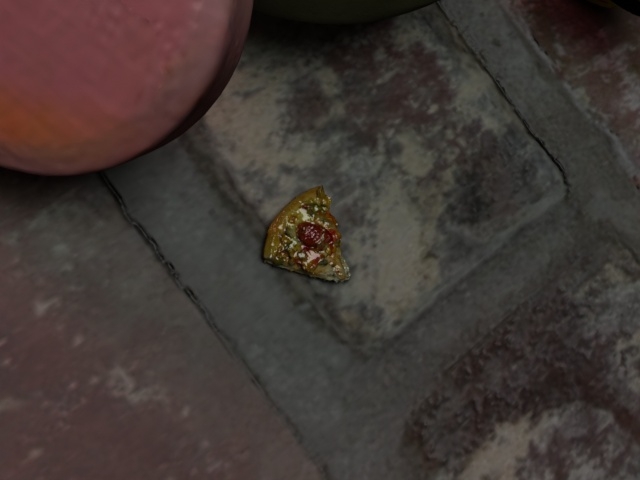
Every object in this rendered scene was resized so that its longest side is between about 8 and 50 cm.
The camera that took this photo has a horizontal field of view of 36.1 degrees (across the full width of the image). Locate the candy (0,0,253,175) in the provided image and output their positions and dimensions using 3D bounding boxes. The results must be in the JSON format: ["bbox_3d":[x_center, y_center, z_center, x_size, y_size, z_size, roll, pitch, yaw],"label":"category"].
[{"bbox_3d":[-0.170,-0.170,0.628,0.255,0.255,0.094,49,15,-4],"label":"candy"}]

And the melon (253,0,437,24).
[{"bbox_3d":[0.002,-0.292,0.746,0.308,0.271,0.272,-6,73,-49],"label":"melon"}]

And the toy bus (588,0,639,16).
[{"bbox_3d":[0.308,-0.354,0.988,0.145,0.151,0.331,25,60,-24],"label":"toy bus"}]

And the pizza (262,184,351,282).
[{"bbox_3d":[0.000,-0.001,0.769,0.078,0.025,0.083,39,58,-7],"label":"pizza"}]
